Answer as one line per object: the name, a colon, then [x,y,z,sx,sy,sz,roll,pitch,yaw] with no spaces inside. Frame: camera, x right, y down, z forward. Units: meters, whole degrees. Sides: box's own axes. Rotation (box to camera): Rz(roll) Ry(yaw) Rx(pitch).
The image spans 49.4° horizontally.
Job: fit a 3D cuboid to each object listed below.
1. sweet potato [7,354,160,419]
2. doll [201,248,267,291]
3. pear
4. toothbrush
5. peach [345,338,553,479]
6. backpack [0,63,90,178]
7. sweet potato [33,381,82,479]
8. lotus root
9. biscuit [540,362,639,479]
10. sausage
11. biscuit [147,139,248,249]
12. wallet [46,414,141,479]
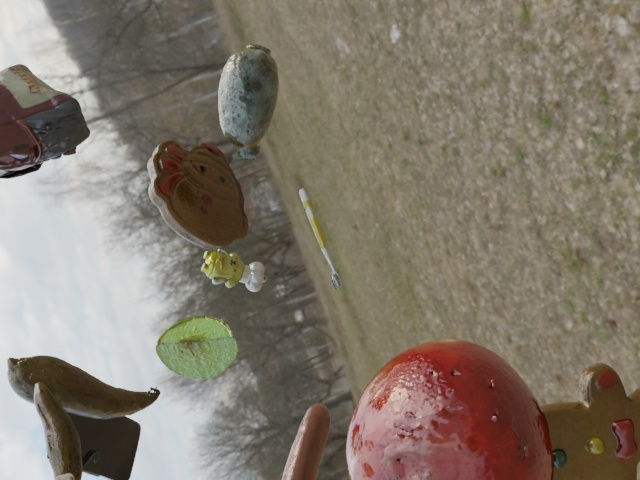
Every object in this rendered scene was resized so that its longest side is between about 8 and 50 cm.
sweet potato: [-0.613,0.391,1.796,0.422,0.130,0.130,27,-160,-36]
doll: [-0.206,0.072,1.680,0.062,0.162,0.106,127,154,-44]
pear: [-0.435,0.398,2.538,0.139,0.288,0.239,-98,2,-54]
toothbrush: [0.000,0.000,1.771,0.024,0.021,0.288,-62,-45,-60]
peach: [0.211,0.338,1.121,0.370,0.370,0.370,157,90,-83]
backpack: [-0.691,-0.229,1.485,0.283,0.317,0.197,28,142,40]
sweet potato: [-0.572,0.419,1.524,0.077,0.077,0.244,90,160,-74]
lotus root: [-0.211,-0.406,2.022,0.175,0.175,0.350,138,137,-83]
biscuit: [0.532,0.382,1.328,0.064,0.432,0.283,-167,69,-80]
sausage: [-0.047,0.554,1.642,0.433,0.088,0.088,-71,-29,-46]
biscuit: [-0.362,-0.155,2.112,0.359,0.074,0.381,32,-135,-33]
wallet: [-0.643,0.567,1.992,0.377,0.051,0.197,58,-144,-54]
